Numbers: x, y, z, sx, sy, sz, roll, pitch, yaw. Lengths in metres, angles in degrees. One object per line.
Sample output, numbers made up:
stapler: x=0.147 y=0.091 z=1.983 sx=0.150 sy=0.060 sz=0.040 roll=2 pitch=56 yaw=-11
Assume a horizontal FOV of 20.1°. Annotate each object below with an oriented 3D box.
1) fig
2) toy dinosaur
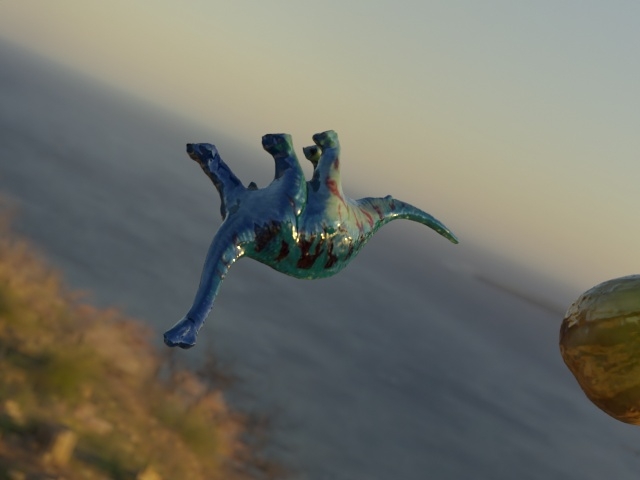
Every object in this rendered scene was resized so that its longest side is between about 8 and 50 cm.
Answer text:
fig: x=0.348 y=0.090 z=1.810 sx=0.159 sy=0.159 sz=0.257 roll=23 pitch=-25 yaw=-14
toy dinosaur: x=-0.016 y=-0.026 z=1.392 sx=0.076 sy=0.144 sz=0.329 roll=-17 pitch=2 yaw=44
